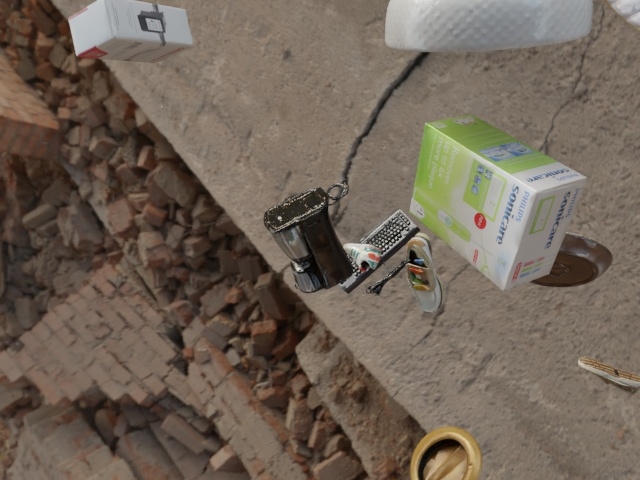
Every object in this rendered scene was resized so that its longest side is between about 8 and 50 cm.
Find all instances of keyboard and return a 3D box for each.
[{"bbox_3d":[0.189,0.055,1.666,0.317,0.033,0.201,-43,55,7],"label":"keyboard"}]

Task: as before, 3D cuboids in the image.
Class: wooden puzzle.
[{"bbox_3d":[0.276,0.099,1.438,0.079,0.014,0.116,4,129,43],"label":"wooden puzzle"}]

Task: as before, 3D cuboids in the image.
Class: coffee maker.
[{"bbox_3d":[0.000,0.000,1.006,0.171,0.178,0.120,-14,37,16],"label":"coffee maker"}]

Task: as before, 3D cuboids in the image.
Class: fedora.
[{"bbox_3d":[0.305,0.541,1.215,0.194,0.079,0.194,-32,35,26],"label":"fedora"}]

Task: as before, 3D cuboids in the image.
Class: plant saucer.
[{"bbox_3d":[0.685,0.068,1.522,0.311,0.310,0.050,2,62,30],"label":"plant saucer"}]

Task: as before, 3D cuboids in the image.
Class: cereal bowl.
[{"bbox_3d":[0.276,-0.413,0.869,0.339,0.339,0.141,10,121,29],"label":"cereal bowl"}]

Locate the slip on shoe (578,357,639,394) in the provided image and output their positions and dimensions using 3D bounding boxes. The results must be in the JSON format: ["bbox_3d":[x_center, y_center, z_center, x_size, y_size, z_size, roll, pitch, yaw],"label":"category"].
[{"bbox_3d":[0.671,0.317,1.204,0.136,0.051,0.041,17,114,18],"label":"slip on shoe"}]

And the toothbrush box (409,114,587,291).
[{"bbox_3d":[0.306,-0.080,0.952,0.283,0.122,0.206,48,145,43],"label":"toothbrush box"}]

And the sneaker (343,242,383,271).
[{"bbox_3d":[0.112,0.049,1.484,0.161,0.057,0.075,0,75,54],"label":"sneaker"}]

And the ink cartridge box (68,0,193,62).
[{"bbox_3d":[-0.299,-0.332,0.825,0.109,0.151,0.063,-5,100,36],"label":"ink cartridge box"}]

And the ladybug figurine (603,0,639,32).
[{"bbox_3d":[0.854,-0.669,1.320,0.162,0.305,0.449,-43,78,19],"label":"ladybug figurine"}]

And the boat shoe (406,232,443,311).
[{"bbox_3d":[0.346,0.129,1.780,0.113,0.103,0.302,-4,115,32],"label":"boat shoe"}]

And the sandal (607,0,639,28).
[{"bbox_3d":[0.245,-0.279,0.417,0.102,0.076,0.265,-44,59,59],"label":"sandal"}]
